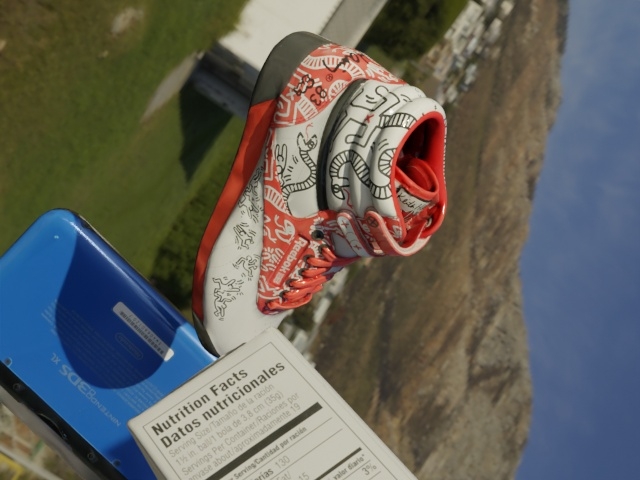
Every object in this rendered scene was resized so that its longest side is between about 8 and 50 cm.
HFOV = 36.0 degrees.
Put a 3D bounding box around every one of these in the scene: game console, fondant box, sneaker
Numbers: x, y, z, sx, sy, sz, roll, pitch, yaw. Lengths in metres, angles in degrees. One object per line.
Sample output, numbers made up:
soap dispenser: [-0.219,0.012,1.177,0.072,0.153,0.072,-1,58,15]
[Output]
game console: [-0.232,0.140,1.022,0.250,0.293,0.173,-45,-175,5]
fondant box: [0.053,0.229,0.473,0.096,0.330,0.238,-32,139,-17]
sneaker: [-0.001,0.000,0.709,0.090,0.145,0.270,-12,126,-52]
